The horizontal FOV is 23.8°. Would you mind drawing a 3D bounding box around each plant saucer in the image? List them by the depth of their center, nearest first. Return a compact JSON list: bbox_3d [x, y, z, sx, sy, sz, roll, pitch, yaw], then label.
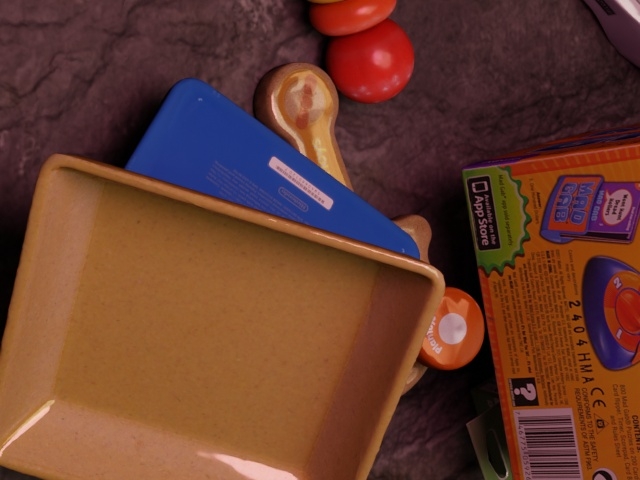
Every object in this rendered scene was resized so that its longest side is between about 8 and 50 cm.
[{"bbox_3d":[-0.097,0.090,1.298,0.332,0.081,0.333,17,123,-4],"label":"plant saucer"}]

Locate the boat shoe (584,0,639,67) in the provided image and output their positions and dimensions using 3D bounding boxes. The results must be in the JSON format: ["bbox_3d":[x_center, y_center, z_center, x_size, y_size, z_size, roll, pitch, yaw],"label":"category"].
[{"bbox_3d":[0.350,-0.283,1.740,0.228,0.080,0.076,42,73,-24],"label":"boat shoe"}]

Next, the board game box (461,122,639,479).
[{"bbox_3d":[0.406,0.054,1.559,0.356,0.356,0.357,-17,99,-55],"label":"board game box"}]

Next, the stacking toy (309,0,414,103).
[{"bbox_3d":[0.011,-0.282,1.468,0.141,0.141,0.330,-32,118,-28],"label":"stacking toy"}]

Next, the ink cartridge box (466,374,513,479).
[{"bbox_3d":[0.236,0.200,1.724,0.209,0.062,0.109,-28,110,-30],"label":"ink cartridge box"}]

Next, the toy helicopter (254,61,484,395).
[{"bbox_3d":[0.000,0.000,1.515,0.235,0.140,0.355,-20,97,-23],"label":"toy helicopter"}]

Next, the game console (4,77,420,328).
[{"bbox_3d":[-0.095,0.044,1.410,0.293,0.173,0.250,37,56,-16],"label":"game console"}]
